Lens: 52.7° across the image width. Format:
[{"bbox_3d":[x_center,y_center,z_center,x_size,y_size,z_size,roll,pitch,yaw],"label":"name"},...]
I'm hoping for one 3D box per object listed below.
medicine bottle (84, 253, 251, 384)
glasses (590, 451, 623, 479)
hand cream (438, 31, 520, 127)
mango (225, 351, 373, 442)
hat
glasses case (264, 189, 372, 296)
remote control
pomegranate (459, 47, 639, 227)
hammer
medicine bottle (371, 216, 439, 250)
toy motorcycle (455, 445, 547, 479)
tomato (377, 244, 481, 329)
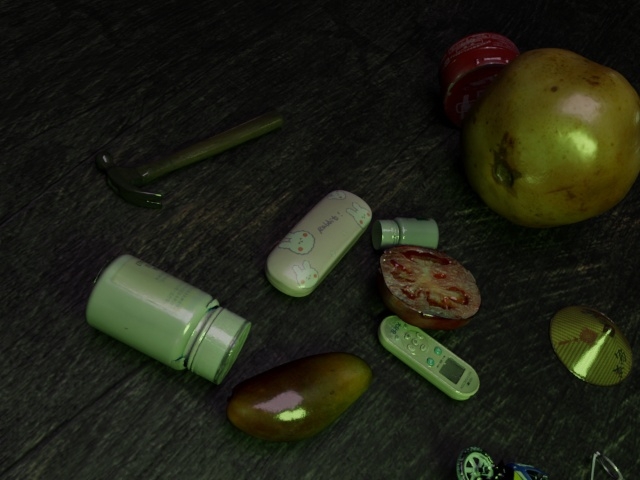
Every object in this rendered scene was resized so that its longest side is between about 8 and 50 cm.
[{"bbox_3d":[-0.261,0.138,1.119,0.258,0.143,0.143,26,52,5],"label":"medicine bottle"},{"bbox_3d":[0.513,0.471,1.175,0.104,0.062,0.140,-31,66,-8],"label":"glasses"},{"bbox_3d":[0.418,-0.410,1.670,0.230,0.230,0.149,7,52,-12],"label":"hand cream"},{"bbox_3d":[-0.031,0.270,1.108,0.268,0.111,0.133,-15,44,-24],"label":"mango"},{"bbox_3d":[0.590,0.203,1.359,0.193,0.082,0.193,9,53,-12],"label":"hat"},{"bbox_3d":[0.000,0.000,1.339,0.113,0.075,0.297,33,52,11],"label":"glasses case"},{"bbox_3d":[0.206,0.228,1.253,0.221,0.042,0.078,37,46,11],"label":"remote control"},{"bbox_3d":[0.521,-0.235,1.471,0.417,0.416,0.416,8,53,-11],"label":"pomegranate"},{"bbox_3d":[-0.263,-0.204,1.433,0.440,0.044,0.168,-31,67,-32],"label":"hammer"},{"bbox_3d":[0.182,-0.011,1.397,0.130,0.080,0.080,2,54,-15],"label":"medicine bottle"},{"bbox_3d":[0.341,0.481,1.067,0.169,0.113,0.315,-11,67,-34],"label":"toy motorcycle"},{"bbox_3d":[0.208,0.106,1.296,0.225,0.085,0.225,15,35,-11],"label":"tomato"}]
